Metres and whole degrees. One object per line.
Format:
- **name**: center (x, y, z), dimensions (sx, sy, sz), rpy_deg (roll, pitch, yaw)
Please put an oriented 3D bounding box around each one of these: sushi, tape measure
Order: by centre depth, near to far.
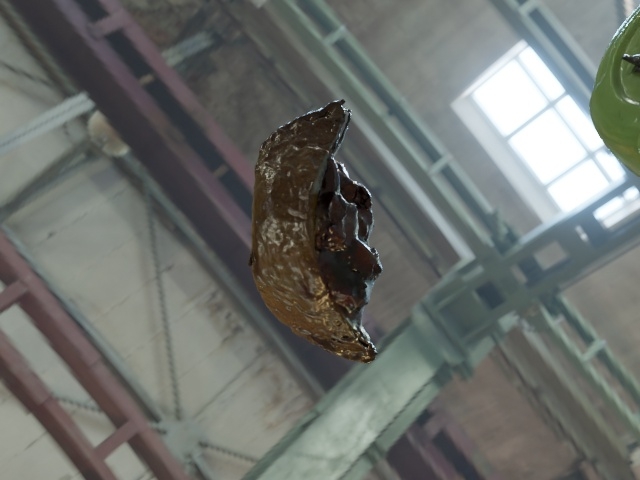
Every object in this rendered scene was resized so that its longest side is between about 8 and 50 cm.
- **sushi**: center (0.000, 0.000, 0.459), dimensions (0.050, 0.047, 0.099), rpy_deg (-46, -48, -68)
- **tape measure**: center (0.230, -0.100, 0.709), dimensions (0.087, 0.154, 0.177), rpy_deg (33, -166, -26)
